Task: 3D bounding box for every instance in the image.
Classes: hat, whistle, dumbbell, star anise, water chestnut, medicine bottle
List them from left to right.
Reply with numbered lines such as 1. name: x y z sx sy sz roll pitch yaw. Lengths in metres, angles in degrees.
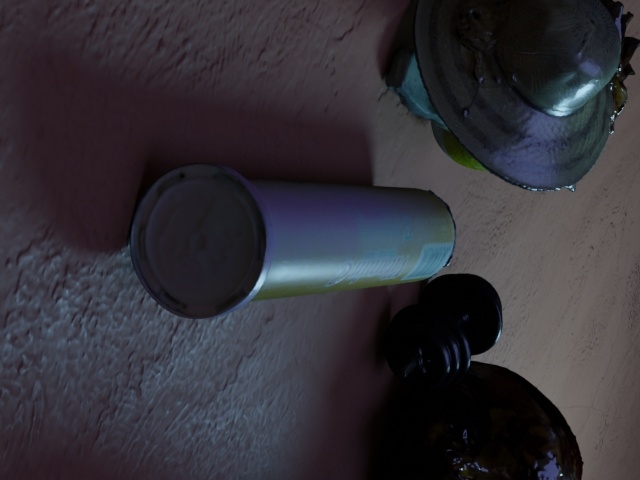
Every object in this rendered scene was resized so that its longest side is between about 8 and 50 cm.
1. medicine bottle: 0.000 0.000 1.133 0.426 0.108 0.108 0 106 -67
2. dumbbell: 0.134 0.096 1.482 0.208 0.099 0.099 -37 138 -51
3. whistle: 0.135 -0.137 1.356 0.223 0.123 0.123 16 91 -45
4. water chestnut: 0.167 0.242 1.526 0.238 0.224 0.223 6 100 -59
5. hat: 0.216 -0.177 1.287 0.110 0.252 0.252 -33 -164 51
6. star anise: 0.311 -0.190 1.688 0.214 0.099 0.220 -24 133 -42
